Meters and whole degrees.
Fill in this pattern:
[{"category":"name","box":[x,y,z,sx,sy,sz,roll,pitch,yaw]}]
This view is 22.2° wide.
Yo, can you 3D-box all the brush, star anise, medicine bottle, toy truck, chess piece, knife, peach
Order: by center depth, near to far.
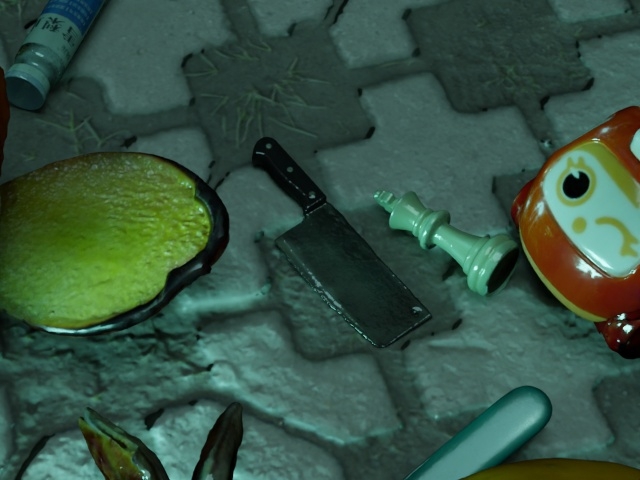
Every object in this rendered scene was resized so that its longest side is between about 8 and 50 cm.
[{"category":"star anise","box":[-0.108,0.242,1.264,0.288,0.088,0.288,11,52,-15]},{"category":"brush","box":[0.116,0.190,1.362,0.193,0.032,0.043,-37,68,-14]},{"category":"toy truck","box":[0.309,-0.052,1.421,0.265,0.239,0.189,-24,58,-19]},{"category":"peach","box":[-0.205,0.010,1.442,0.279,0.068,0.189,10,56,27]},{"category":"chess piece","box":[0.109,-0.008,1.493,0.149,0.059,0.059,33,58,27]},{"category":"knife","box":[0.000,0.000,1.497,0.072,0.019,0.245,-30,63,-22]},{"category":"medicine bottle","box":[-0.255,-0.211,1.613,0.051,0.051,0.191,17,53,8]}]

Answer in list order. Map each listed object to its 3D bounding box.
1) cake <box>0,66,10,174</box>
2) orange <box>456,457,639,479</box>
[{"category":"cake","box":[-0.422,-0.081,1.285,0.320,0.270,0.269,-9,57,5]},{"category":"orange","box":[0.161,0.303,1.114,0.312,0.312,0.312,2,53,-3]}]
